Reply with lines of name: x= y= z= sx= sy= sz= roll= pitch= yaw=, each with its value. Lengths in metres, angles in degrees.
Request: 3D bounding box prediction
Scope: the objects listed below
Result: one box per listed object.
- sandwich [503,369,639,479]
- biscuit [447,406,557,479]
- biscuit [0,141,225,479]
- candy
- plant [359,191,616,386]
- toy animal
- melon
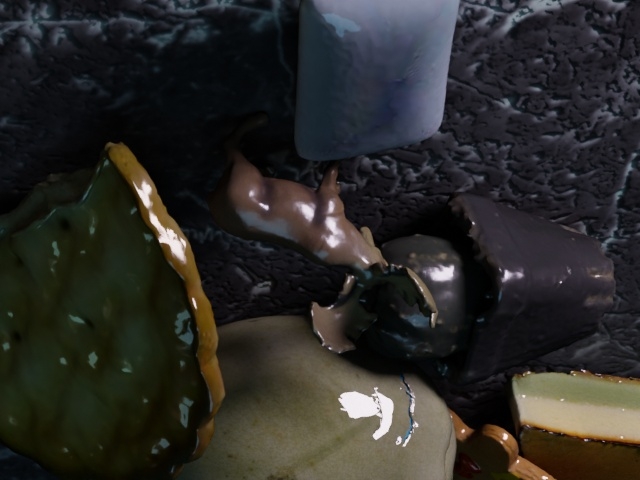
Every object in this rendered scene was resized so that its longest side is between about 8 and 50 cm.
sandwich: x=0.279 y=0.245 z=1.557 sx=0.220 sy=0.108 sz=0.186 roll=11 pitch=131 yaw=-21
biscuit: x=0.187 y=0.258 z=1.503 sx=0.250 sy=0.036 sz=0.165 roll=37 pitch=151 yaw=6
biscuit: x=-0.237 y=0.072 z=1.234 sx=0.335 sy=0.078 sz=0.329 roll=0 pitch=105 yaw=26
candy: x=0.044 y=-0.148 z=1.142 sx=0.138 sy=0.071 sz=0.174 roll=-13 pitch=136 yaw=-16
plant: x=0.155 y=0.046 z=1.316 sx=0.256 sy=0.141 sz=0.164 roll=-3 pitch=136 yaw=-24
toy animal: x=0.000 y=0.000 z=1.193 sx=0.214 sy=0.186 sz=0.093 roll=17 pitch=133 yaw=-14
melon: x=-0.019 y=0.210 z=1.357 sx=0.330 sy=0.268 sz=0.268 roll=8 pitch=133 yaw=-14
